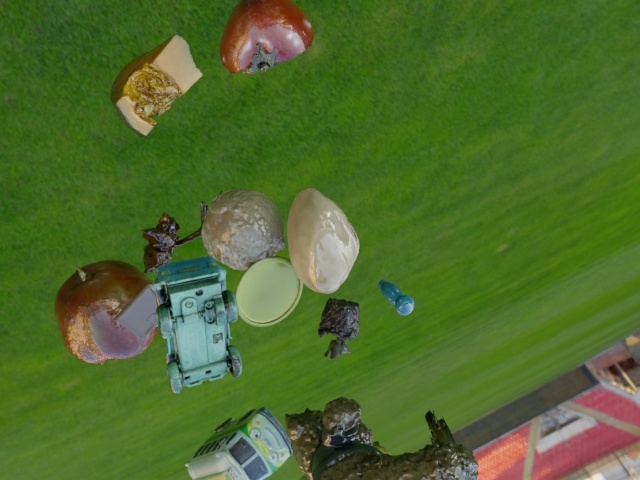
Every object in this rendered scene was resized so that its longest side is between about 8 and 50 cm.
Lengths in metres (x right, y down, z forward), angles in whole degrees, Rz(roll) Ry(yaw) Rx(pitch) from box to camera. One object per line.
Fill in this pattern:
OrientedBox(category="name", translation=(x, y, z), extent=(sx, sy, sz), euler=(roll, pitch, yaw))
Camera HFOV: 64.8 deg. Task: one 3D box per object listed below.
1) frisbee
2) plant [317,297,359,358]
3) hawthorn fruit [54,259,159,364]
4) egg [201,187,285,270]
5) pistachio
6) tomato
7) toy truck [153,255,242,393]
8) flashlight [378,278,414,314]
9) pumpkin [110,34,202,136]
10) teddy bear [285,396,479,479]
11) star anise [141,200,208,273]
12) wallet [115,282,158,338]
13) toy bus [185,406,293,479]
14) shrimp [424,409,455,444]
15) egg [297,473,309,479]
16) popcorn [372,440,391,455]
OrientedBox(category="frisbee", translation=(-0.157, 0.157, 1.551), extent=(0.235, 0.017, 0.236), euler=(-14, 117, -31))
OrientedBox(category="plant", translation=(0.064, 0.303, 1.740), extent=(0.131, 0.203, 0.142), euler=(5, 175, 17))
OrientedBox(category="hawthorn fruit", translation=(-0.805, 0.247, 1.896), extent=(0.402, 0.403, 0.403), euler=(-22, 153, -12))
OrientedBox(category="egg", translation=(-0.240, -0.033, 1.586), extent=(0.279, 0.279, 0.310), euler=(-25, 179, -6))
OrientedBox(category="pistachio", translation=(0.000, 0.000, 1.494), extent=(0.213, 0.318, 0.193), euler=(-17, -179, 11))
OrientedBox(category="tomato", translation=(-0.097, -0.334, 0.790), extent=(0.159, 0.139, 0.091), euler=(-11, 136, 20))
OrientedBox(category="toy truck", translation=(-0.256, 0.177, 1.046), extent=(0.154, 0.156, 0.279), euler=(-11, 125, -21))
OrientedBox(category="flashlight", translation=(0.183, 0.137, 1.249), extent=(0.051, 0.129, 0.051), euler=(-15, 124, -23))
OrientedBox(category="pumpkin", translation=(-0.426, -0.396, 1.277), extent=(0.248, 0.126, 0.131), euler=(-47, 130, -9))
OrientedBox(category="teddy bear", translation=(0.050, 0.258, 0.550), extent=(0.129, 0.182, 0.251), euler=(-22, -162, -41))
OrientedBox(category="star anise", translation=(-0.555, -0.022, 1.888), extent=(0.346, 0.148, 0.237), euler=(-45, 160, -20))
OrientedBox(category="wallet", translation=(-0.539, 0.220, 1.563), extent=(0.153, 0.118, 0.039), euler=(-46, -167, -11))
OrientedBox(category="toy bus", translation=(-0.194, 0.504, 1.181), extent=(0.164, 0.134, 0.276), euler=(-37, 177, -42))
OrientedBox(category="shrimp", translation=(0.202, 0.418, 0.900), extent=(0.051, 0.217, 0.150), euler=(21, 125, -20))
OrientedBox(category="egg", translation=(-0.003, 0.640, 1.153), extent=(0.188, 0.188, 0.254), euler=(-41, -168, 25))
OrientedBox(category="popcorn", translation=(0.134, 0.715, 1.589), extent=(0.233, 0.192, 0.266), euler=(30, 146, -8))
